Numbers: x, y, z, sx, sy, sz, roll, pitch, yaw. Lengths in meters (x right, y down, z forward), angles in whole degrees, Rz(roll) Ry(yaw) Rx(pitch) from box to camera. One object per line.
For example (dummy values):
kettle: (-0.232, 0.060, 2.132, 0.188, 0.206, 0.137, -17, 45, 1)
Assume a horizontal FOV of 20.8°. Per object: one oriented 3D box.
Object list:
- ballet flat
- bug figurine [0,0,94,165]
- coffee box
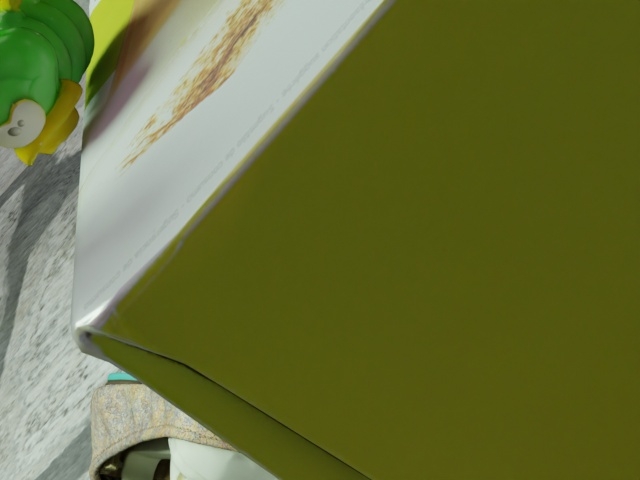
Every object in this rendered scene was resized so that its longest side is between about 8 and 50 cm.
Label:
ballet flat: (-0.071, 0.135, 1.120, 0.316, 0.107, 0.106, -20, 55, 65)
bug figurine: (-0.066, -0.073, 0.473, 0.279, 0.072, 0.216, -50, 13, 24)
coffee box: (0.156, -0.060, 0.566, 0.337, 0.338, 0.334, -47, 19, 13)
